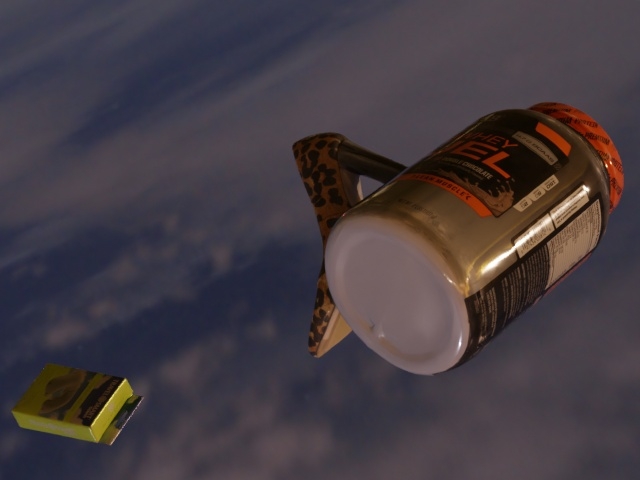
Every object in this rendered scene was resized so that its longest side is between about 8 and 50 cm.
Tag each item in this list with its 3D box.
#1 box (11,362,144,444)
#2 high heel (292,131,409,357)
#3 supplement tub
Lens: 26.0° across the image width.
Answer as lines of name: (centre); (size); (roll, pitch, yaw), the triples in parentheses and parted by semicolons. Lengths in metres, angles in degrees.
box: (-0.377, 0.253, 2.151); (0.178, 0.042, 0.109); (6, -136, 28)
high heel: (0.000, 0.000, 1.702); (0.186, 0.093, 0.261); (25, -94, 31)
supplement tub: (0.182, -0.015, 1.541); (0.207, 0.207, 0.338); (2, -152, 45)
